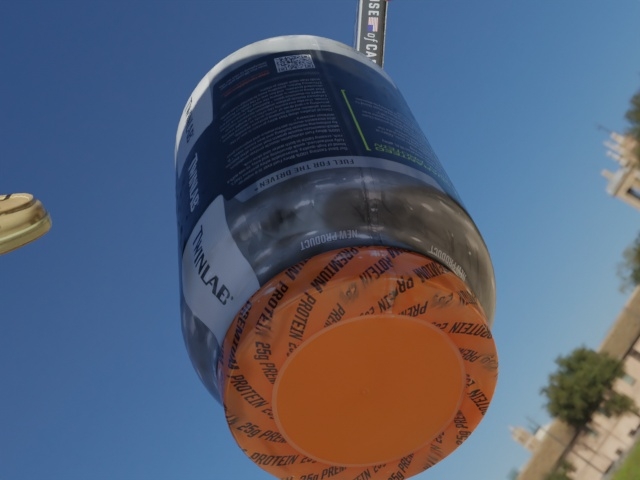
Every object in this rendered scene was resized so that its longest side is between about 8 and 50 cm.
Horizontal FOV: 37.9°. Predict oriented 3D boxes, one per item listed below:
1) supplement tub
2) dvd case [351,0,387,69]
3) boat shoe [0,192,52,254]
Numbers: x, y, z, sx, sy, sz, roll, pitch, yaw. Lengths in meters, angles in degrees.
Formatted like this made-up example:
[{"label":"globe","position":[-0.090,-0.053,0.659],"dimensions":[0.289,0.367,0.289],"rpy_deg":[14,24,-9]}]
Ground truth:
[{"label":"supplement tub","position":[0.000,0.000,0.628],"dimensions":[0.193,0.316,0.194],"rpy_deg":[-4,-59,-7]},{"label":"dvd case","position":[0.043,-0.152,0.959],"dimensions":[0.239,0.029,0.179],"rpy_deg":[93,-179,-70]},{"label":"boat shoe","position":[-0.402,-0.019,0.886],"dimensions":[0.285,0.104,0.089],"rpy_deg":[-11,-74,-27]}]
